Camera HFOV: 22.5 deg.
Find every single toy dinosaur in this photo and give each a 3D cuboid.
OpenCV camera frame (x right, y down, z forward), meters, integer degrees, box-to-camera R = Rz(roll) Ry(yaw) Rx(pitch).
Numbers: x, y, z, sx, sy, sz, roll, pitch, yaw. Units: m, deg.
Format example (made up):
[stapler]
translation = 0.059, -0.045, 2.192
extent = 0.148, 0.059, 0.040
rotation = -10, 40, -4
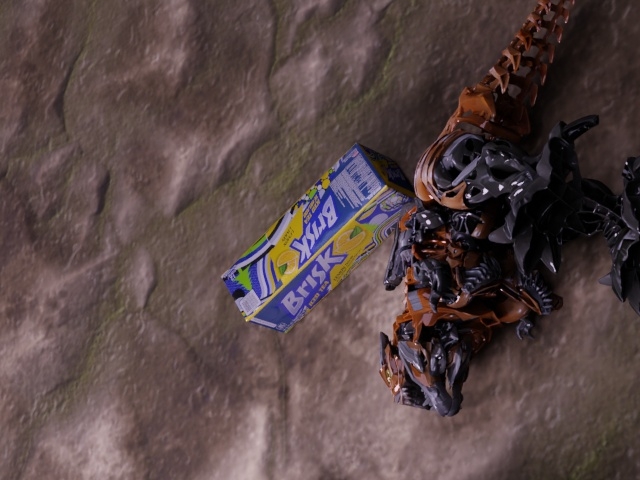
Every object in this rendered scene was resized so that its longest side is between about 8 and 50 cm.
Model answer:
[toy dinosaur]
translation = 0.128, -0.028, 1.196
extent = 0.218, 0.164, 0.322
rotation = 13, 107, 53

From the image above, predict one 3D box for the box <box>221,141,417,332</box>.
[box]
translation = 0.000, 0.000, 1.326
extent = 0.169, 0.059, 0.054
rotation = -43, 56, 18
